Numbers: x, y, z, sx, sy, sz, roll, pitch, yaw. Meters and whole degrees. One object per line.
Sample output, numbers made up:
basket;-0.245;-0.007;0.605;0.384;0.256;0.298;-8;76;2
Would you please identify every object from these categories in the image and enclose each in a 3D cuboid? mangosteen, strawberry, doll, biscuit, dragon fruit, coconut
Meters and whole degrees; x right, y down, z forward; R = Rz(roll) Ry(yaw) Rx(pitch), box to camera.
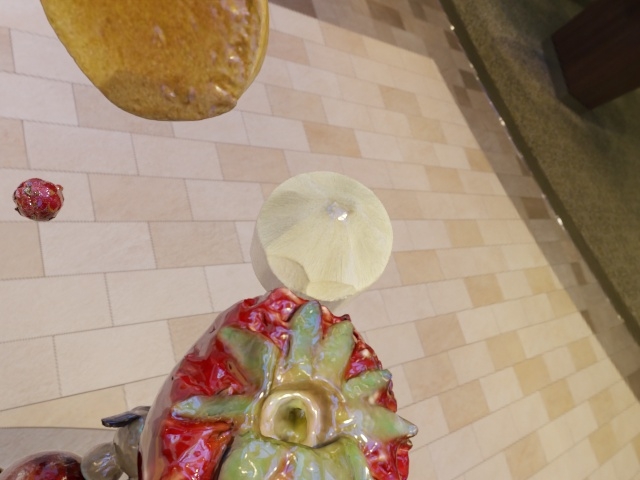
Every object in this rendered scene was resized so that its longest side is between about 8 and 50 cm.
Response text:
mangosteen;-0.480;0.444;0.819;0.257;0.215;0.215;11;60;-13
strawberry;-0.074;0.247;0.582;0.295;0.345;0.318;2;57;-35
doll;-0.228;0.341;0.885;0.235;0.174;0.329;33;12;28
biscuit;-0.144;-0.292;0.489;0.057;0.287;0.344;-85;158;-66
dragon fruit;-0.589;-0.087;1.103;0.094;0.190;0.094;-1;96;-10
coconut;0.000;0.000;0.901;0.237;0.266;0.238;7;66;-17
